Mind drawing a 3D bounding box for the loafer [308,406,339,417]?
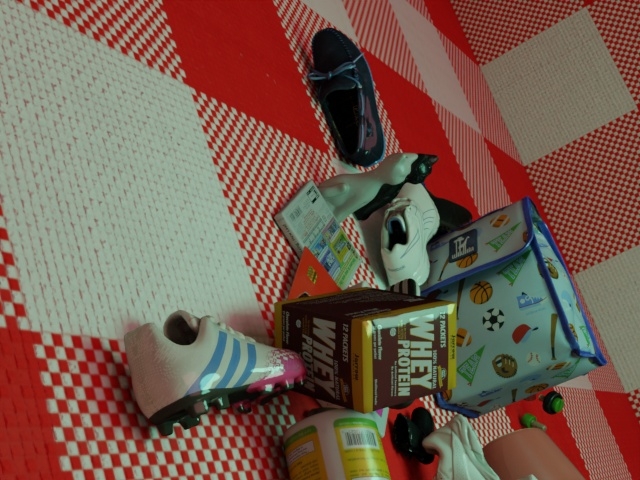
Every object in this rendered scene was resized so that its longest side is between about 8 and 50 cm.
[{"bbox_3d":[0.023,0.316,1.425,0.056,0.050,0.148,18,48,-59],"label":"loafer"}]

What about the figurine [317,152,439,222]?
[{"bbox_3d":[0.122,-0.122,1.928,0.092,0.209,0.215,65,23,7],"label":"figurine"}]

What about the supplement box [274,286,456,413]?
[{"bbox_3d":[0.066,0.152,1.387,0.191,0.194,0.129,-7,99,-40],"label":"supplement box"}]

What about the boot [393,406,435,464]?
[{"bbox_3d":[0.166,0.339,1.713,0.099,0.045,0.121,41,34,-41],"label":"boot"}]

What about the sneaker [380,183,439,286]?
[{"bbox_3d":[0.185,-0.035,2.024,0.297,0.111,0.129,-83,154,-44],"label":"sneaker"}]

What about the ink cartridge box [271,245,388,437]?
[{"bbox_3d":[0.037,0.162,1.591,0.239,0.060,0.275,52,30,-24],"label":"ink cartridge box"}]

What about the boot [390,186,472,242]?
[{"bbox_3d":[0.234,-0.034,2.218,0.085,0.236,0.178,-48,154,-35],"label":"boot"}]

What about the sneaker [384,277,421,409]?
[{"bbox_3d":[0.172,0.205,1.618,0.162,0.106,0.281,52,29,-30],"label":"sneaker"}]

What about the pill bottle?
[{"bbox_3d":[0.036,0.365,1.287,0.136,0.136,0.246,31,37,-51],"label":"pill bottle"}]

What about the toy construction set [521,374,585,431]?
[{"bbox_3d":[0.499,0.254,2.349,0.237,0.257,0.309,23,-34,47],"label":"toy construction set"}]

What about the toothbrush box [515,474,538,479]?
[{"bbox_3d":[0.230,0.486,1.356,0.216,0.295,0.126,51,25,-27],"label":"toothbrush box"}]

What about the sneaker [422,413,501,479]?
[{"bbox_3d":[0.252,0.423,1.638,0.232,0.115,0.090,62,-2,31],"label":"sneaker"}]

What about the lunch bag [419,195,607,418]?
[{"bbox_3d":[0.362,0.131,2.006,0.239,0.328,0.385,31,39,-53],"label":"lunch bag"}]

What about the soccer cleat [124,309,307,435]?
[{"bbox_3d":[-0.124,0.149,1.221,0.331,0.116,0.143,3,59,-64],"label":"soccer cleat"}]

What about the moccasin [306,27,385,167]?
[{"bbox_3d":[0.059,-0.333,2.133,0.117,0.138,0.342,3,61,-59],"label":"moccasin"}]

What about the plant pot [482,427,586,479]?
[{"bbox_3d":[0.386,0.498,1.747,0.275,0.275,0.243,31,28,-51],"label":"plant pot"}]

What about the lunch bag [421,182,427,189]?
[{"bbox_3d":[0.220,-0.123,2.320,0.065,0.067,0.098,59,24,-6],"label":"lunch bag"}]

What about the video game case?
[{"bbox_3d":[0.000,0.000,1.773,0.193,0.023,0.212,58,22,-10],"label":"video game case"}]
